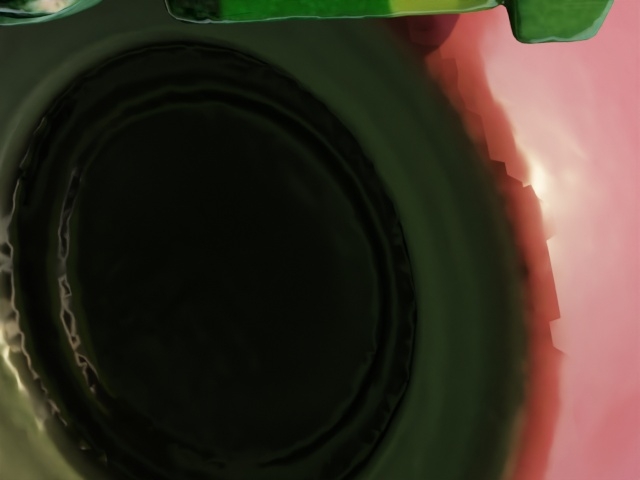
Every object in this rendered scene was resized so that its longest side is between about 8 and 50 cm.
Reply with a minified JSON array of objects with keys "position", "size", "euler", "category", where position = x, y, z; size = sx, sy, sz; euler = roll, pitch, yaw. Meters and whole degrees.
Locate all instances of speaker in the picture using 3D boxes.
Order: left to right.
[{"position":[0.000,0.000,0.579],"size":[0.294,0.294,0.294],"euler":[14,-70,43],"category":"speaker"}]

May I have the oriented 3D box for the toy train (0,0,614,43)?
[{"position":[-0.016,-0.169,0.481],"size":[0.202,0.300,0.120],"euler":[-2,-47,6],"category":"toy train"}]
